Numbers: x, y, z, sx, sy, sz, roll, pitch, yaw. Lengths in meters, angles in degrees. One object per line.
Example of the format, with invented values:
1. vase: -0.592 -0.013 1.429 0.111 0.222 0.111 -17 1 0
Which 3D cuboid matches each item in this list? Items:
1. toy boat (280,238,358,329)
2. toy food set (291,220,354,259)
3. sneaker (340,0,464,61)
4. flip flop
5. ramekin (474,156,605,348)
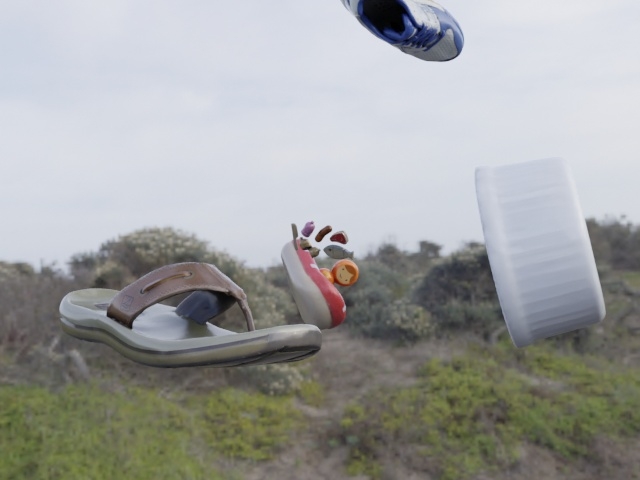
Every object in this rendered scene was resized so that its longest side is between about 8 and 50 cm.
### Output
1. toy boat: 0.011 0.087 1.950 0.151 0.151 0.231 -18 38 -5
2. toy food set: 0.000 0.000 1.645 0.122 0.077 0.019 4 26 26
3. sneaker: 0.143 -0.369 1.549 0.296 0.131 0.112 21 -55 -34
4. flip flop: -0.118 0.055 0.731 0.277 0.080 0.112 8 2 45
5. ramekin: 0.323 0.010 1.308 0.135 0.277 0.277 -13 -4 14
